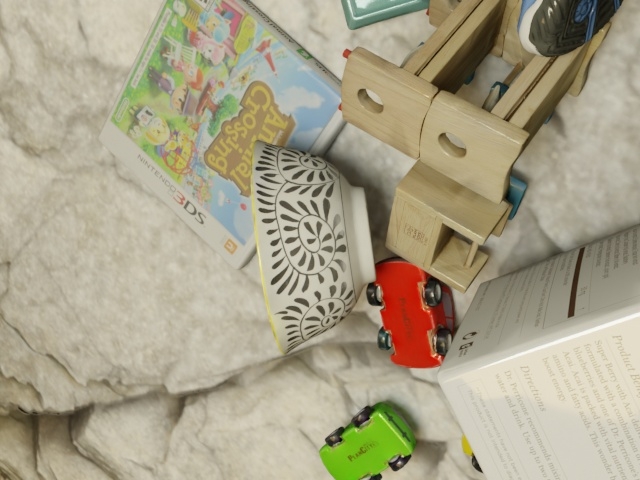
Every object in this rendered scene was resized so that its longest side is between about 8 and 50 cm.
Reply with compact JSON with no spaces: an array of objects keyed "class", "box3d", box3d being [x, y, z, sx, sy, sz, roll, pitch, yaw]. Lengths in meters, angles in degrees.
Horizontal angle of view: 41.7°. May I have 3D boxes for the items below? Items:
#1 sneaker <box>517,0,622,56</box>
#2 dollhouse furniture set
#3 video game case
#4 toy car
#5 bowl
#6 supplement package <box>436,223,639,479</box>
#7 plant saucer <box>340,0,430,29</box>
[{"class":"sneaker","box3d":[0.157,-0.216,0.517,0.081,0.080,0.211,17,92,37]},{"class":"dollhouse furniture set","box3d":[0.098,-0.082,0.613,0.129,0.129,0.183,32,152,16]},{"class":"video game case","box3d":[-0.092,-0.106,0.751,0.193,0.023,0.212,43,124,8]},{"class":"toy car","box3d":[0.084,0.147,0.736,0.239,0.053,0.225,50,126,4]},{"class":"bowl","box3d":[0.000,0.000,0.655,0.080,0.170,0.170,-8,107,5]},{"class":"supplement package","box3d":[0.251,0.077,0.508,0.293,0.175,0.177,-23,96,24]},{"class":"plant saucer","box3d":[0.026,-0.256,0.612,0.067,0.018,0.192,-13,102,13]}]
